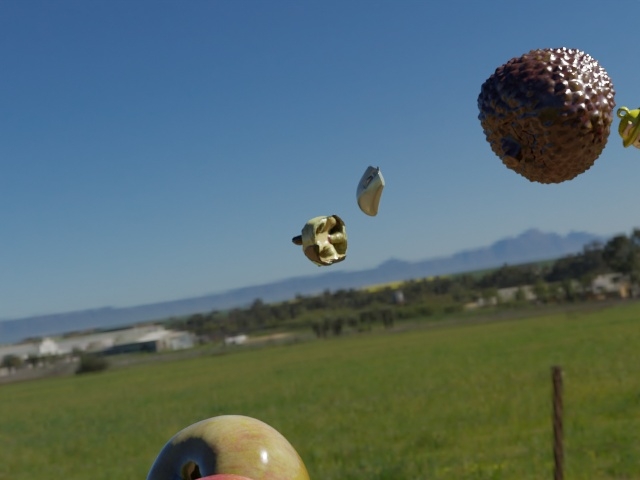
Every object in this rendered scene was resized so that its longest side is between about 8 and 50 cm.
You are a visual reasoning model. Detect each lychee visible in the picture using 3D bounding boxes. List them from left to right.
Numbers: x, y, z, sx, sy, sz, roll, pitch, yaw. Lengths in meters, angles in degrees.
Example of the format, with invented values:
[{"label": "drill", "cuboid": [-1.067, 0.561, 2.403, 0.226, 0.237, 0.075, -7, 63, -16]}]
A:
[{"label": "lychee", "cuboid": [0.394, -0.224, 1.812, 0.236, 0.236, 0.271, -12, 31, 51]}]

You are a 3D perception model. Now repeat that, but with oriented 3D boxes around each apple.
[{"label": "apple", "cuboid": [-0.122, 0.383, 1.478, 0.257, 0.256, 0.234, -11, -41, 42]}]

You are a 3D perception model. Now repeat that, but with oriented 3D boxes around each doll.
[{"label": "doll", "cuboid": [0.564, -0.149, 1.716, 0.129, 0.207, 0.081, -47, 8, 31]}]

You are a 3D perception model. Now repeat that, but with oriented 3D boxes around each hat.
[{"label": "hat", "cuboid": [0.000, 0.001, 1.624, 0.059, 0.076, 0.077, -3, 8, 43]}]

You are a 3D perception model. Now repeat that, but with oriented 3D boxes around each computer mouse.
[{"label": "computer mouse", "cuboid": [0.087, -0.090, 1.916, 0.032, 0.056, 0.110, -15, -41, -28]}]

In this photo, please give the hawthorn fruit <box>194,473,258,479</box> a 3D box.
[{"label": "hawthorn fruit", "cuboid": [-0.110, 0.342, 1.166, 0.173, 0.172, 0.173, -8, -3, 0]}]
